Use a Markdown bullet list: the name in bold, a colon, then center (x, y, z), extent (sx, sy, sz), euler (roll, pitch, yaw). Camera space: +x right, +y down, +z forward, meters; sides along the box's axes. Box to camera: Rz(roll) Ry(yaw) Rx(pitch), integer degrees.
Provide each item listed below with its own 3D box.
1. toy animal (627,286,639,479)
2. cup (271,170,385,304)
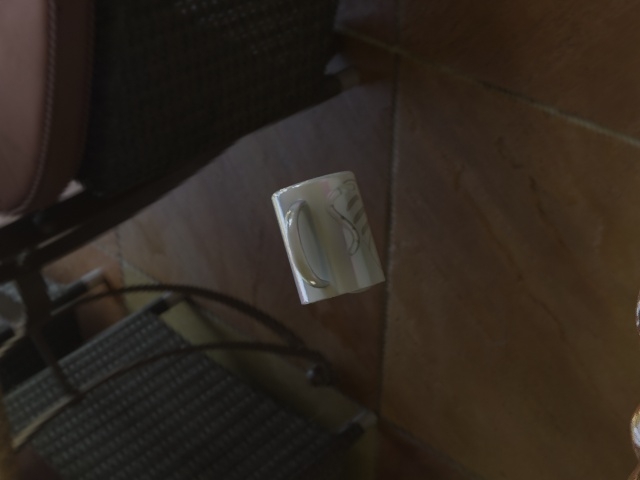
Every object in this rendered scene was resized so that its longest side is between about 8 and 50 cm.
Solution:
- **toy animal**: center (0.167, 0.103, 0.542), extent (0.066, 0.224, 0.230), euler (7, 93, 52)
- **cup**: center (0.010, -0.003, 1.243), extent (0.136, 0.099, 0.133), euler (146, 109, -85)
